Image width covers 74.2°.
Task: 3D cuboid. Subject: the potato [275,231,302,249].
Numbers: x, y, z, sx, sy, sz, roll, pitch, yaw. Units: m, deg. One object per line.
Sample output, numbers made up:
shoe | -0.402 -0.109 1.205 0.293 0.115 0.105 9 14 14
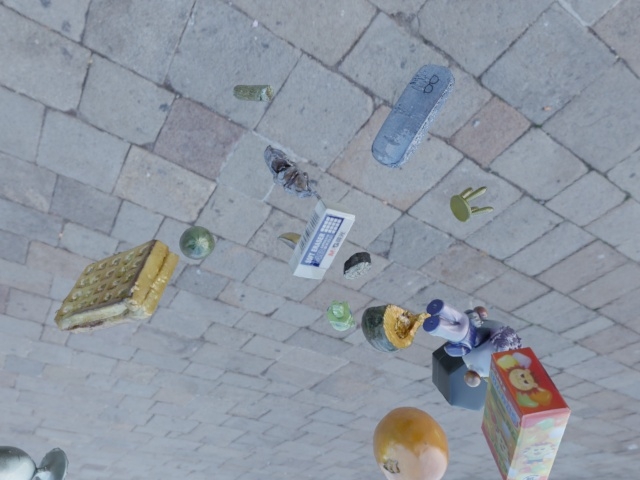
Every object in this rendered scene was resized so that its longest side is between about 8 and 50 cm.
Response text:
potato | -0.067 0.021 1.999 0.261 0.100 0.120 41 152 -25

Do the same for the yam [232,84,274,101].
yam | -0.210 -0.465 1.333 0.132 0.054 0.054 13 145 29

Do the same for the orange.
orange | 0.363 0.834 1.713 0.312 0.312 0.312 0 138 0

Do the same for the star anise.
star anise | -0.125 -0.260 1.847 0.139 0.316 0.359 -42 91 17

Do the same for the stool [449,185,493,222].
stool | 0.563 -0.138 1.589 0.110 0.135 0.134 -23 145 -15

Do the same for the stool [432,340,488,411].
stool | 0.477 0.421 1.367 0.232 0.141 0.232 -5 109 -14

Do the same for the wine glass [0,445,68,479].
wine glass | -0.645 0.473 0.867 0.103 0.103 0.222 -16 148 17

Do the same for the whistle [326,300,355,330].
whistle | 0.069 0.271 1.541 0.105 0.085 0.227 5 153 12

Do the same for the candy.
candy | 0.174 0.157 0.371 0.038 0.062 0.122 -10 126 1

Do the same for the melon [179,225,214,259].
melon | -0.413 0.009 1.414 0.114 0.114 0.167 25 172 -25

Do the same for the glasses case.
glasses case | 0.233 -0.314 1.076 0.282 0.109 0.067 -57 148 8

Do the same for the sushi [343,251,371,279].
sushi | 0.158 0.113 1.856 0.090 0.078 0.150 18 139 -32

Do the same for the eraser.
eraser | 0.000 0.000 1.459 0.124 0.081 0.279 11 120 -31

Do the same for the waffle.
waffle | -0.558 0.131 1.156 0.327 0.224 0.098 -17 131 27

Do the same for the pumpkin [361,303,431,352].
pumpkin | 0.289 0.306 1.653 0.139 0.280 0.190 -26 98 51

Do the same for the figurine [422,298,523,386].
figurine | 0.374 0.226 1.014 0.274 0.194 0.133 50 144 -8
